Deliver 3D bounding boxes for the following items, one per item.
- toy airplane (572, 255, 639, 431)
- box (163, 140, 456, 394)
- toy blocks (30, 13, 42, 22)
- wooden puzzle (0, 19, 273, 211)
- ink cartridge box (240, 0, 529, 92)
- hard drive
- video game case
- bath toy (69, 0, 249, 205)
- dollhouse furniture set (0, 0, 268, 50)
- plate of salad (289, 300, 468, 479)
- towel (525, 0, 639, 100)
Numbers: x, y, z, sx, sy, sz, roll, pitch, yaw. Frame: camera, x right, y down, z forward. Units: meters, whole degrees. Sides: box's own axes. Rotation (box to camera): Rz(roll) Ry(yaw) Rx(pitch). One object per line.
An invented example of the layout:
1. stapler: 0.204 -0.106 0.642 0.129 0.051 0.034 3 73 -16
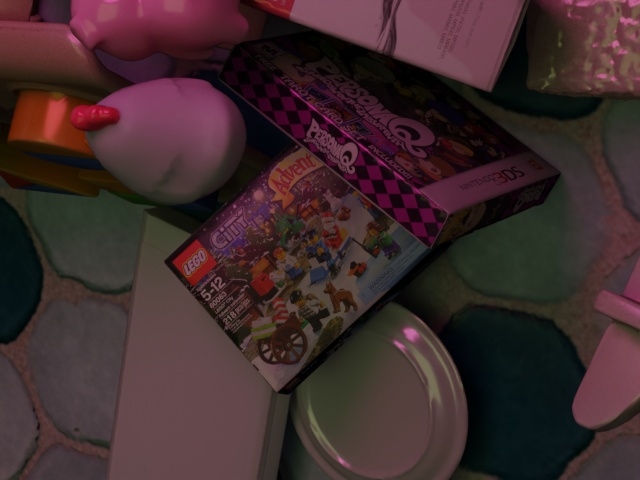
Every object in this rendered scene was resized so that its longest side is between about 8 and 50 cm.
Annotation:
1. toy airplane: 0.380 0.124 1.351 0.386 0.272 0.384 -40 40 40
2. box: 0.000 0.000 1.601 0.233 0.044 0.159 -43 77 4
3. toy blocks: -0.328 -0.248 1.802 0.123 0.054 0.148 15 108 29
4. wooden puzzle: -0.246 -0.095 1.626 0.322 0.348 0.080 7 76 31
5. ink cartridge box: 0.051 -0.197 1.466 0.218 0.158 0.092 18 97 1
6. hard drive: -0.114 0.144 1.745 0.203 0.040 0.307 24 113 38
7. video game case: 0.060 -0.093 1.502 0.232 0.210 0.042 40 118 19
8. bath toy: -0.133 -0.197 1.384 0.151 0.129 0.348 -21 64 50
9. dollhouse furniture set: -0.163 -0.262 1.597 0.259 0.262 0.135 12 108 -6
10. plate of salad: 0.053 0.142 1.655 0.200 0.048 0.199 10 109 33
11. towel: 0.294 -0.195 1.418 0.282 0.049 0.187 9 98 29
